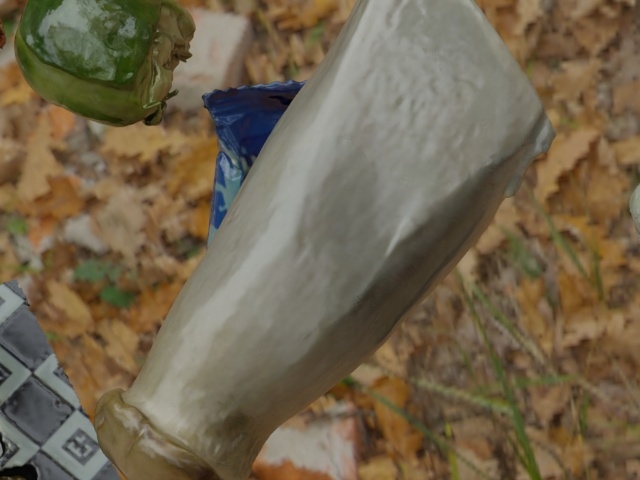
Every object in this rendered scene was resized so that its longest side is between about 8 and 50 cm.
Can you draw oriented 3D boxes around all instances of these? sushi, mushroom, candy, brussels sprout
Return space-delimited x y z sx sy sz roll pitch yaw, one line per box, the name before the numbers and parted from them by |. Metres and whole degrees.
sushi | -0.364 0.207 1.561 0.292 0.059 0.294 -17 67 -30
mushroom | 0.009 0.002 1.059 0.154 0.137 0.407 32 92 -11
candy | -0.065 -0.027 1.816 0.187 0.331 0.077 -12 35 -34
brussels sprout | -0.189 -0.173 1.391 0.145 0.131 0.183 18 19 1

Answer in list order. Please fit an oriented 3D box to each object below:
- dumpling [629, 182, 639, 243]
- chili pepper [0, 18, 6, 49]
dumpling | 0.301 -0.028 1.407 0.076 0.052 0.057 -58 24 -9
chili pepper | -0.461 -0.250 1.891 0.169 0.088 0.065 -3 49 18
